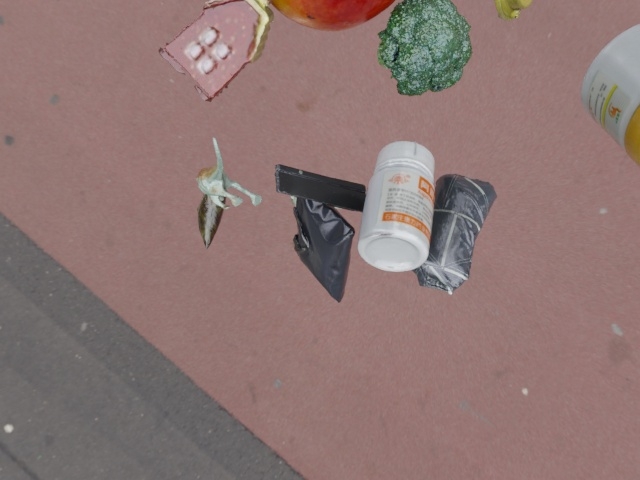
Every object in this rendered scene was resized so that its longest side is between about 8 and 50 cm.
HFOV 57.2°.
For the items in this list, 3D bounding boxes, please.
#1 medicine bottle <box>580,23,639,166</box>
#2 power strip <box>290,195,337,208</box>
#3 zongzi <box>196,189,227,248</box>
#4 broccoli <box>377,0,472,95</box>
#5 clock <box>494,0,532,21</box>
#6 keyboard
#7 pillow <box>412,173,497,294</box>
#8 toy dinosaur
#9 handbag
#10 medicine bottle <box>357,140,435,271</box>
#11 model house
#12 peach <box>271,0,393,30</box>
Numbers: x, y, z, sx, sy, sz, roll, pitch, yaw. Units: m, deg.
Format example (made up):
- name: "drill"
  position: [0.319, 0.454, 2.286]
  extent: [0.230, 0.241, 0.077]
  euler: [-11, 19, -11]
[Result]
- name: "medicine bottle"
  position: [0.686, -0.281, 1.172]
  extent: [0.238, 0.238, 0.232]
  euler: [-29, 45, 9]
- name: "power strip"
  position: [0.012, -0.127, 1.851]
  extent: [0.227, 0.080, 0.029]
  euler: [0, 117, -19]
- name: "zongzi"
  position: [-0.354, -0.095, 1.934]
  extent: [0.084, 0.184, 0.187]
  euler: [9, 135, -20]
- name: "broccoli"
  position: [0.249, -0.484, 1.494]
  extent: [0.270, 0.270, 0.270]
  euler: [-5, 99, -29]
- name: "clock"
  position: [0.310, -0.447, 0.867]
  extent: [0.057, 0.237, 0.237]
  euler: [12, 94, 29]
- name: "keyboard"
  position: [0.004, -0.108, 1.269]
  extent: [0.023, 0.231, 0.072]
  euler: [-36, 51, 49]
- name: "pillow"
  position: [0.304, -0.024, 1.386]
  extent: [0.161, 0.092, 0.335]
  euler: [13, 59, 27]
- name: "toy dinosaur"
  position: [-0.286, -0.166, 1.710]
  extent: [0.205, 0.393, 0.092]
  euler: [31, 76, 17]
- name: "handbag"
  position: [0.000, 0.000, 1.383]
  extent: [0.089, 0.254, 0.211]
  euler: [-24, 55, -25]
- name: "medicine bottle"
  position: [0.159, -0.073, 1.192]
  extent: [0.144, 0.144, 0.252]
  euler: [3, 54, 10]
- name: "model house"
  position: [-0.199, -0.452, 1.302]
  extent: [0.254, 0.196, 0.160]
  euler: [-36, 107, 15]
- name: "peach"
  position: [0.023, -0.648, 1.305]
  extent: [0.388, 0.388, 0.388]
  euler: [0, 92, 10]
